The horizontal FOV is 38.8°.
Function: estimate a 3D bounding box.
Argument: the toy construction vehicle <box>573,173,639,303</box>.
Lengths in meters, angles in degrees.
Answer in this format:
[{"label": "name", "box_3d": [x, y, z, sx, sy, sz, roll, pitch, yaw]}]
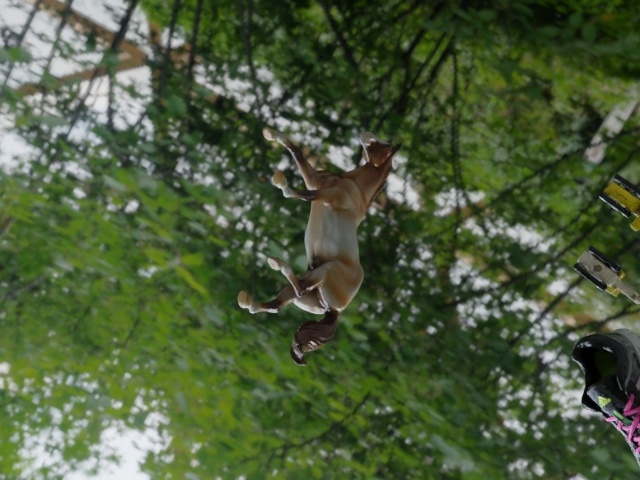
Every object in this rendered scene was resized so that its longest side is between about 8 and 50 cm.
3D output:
[{"label": "toy construction vehicle", "box_3d": [0.255, 0.007, 0.733, 0.098, 0.086, 0.035, 42, -170, 35]}]

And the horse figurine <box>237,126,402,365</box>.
[{"label": "horse figurine", "box_3d": [0.000, 0.000, 0.944, 0.066, 0.263, 0.174, -2, 167, 40]}]

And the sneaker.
[{"label": "sneaker", "box_3d": [0.271, 0.148, 0.800, 0.074, 0.063, 0.170, 9, -135, -28]}]
